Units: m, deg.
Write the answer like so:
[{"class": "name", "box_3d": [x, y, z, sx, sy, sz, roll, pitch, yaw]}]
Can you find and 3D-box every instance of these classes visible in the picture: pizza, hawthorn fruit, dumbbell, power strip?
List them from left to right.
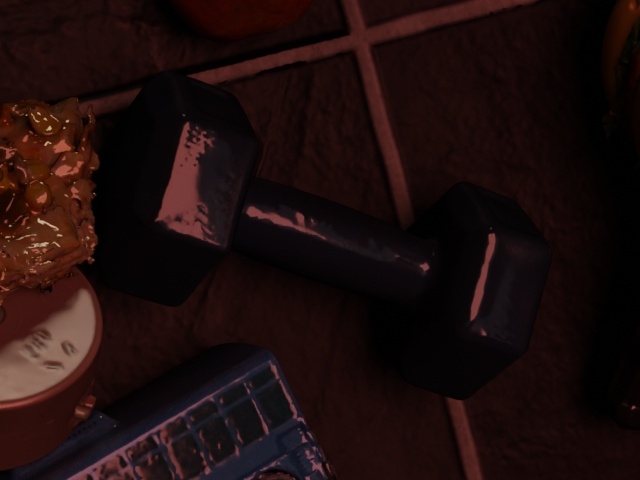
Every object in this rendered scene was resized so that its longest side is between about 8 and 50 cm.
[{"class": "power strip", "box_3d": [-0.217, 0.071, 1.224, 0.154, 0.078, 0.154, 7, 47, -8]}, {"class": "pizza", "box_3d": [-0.213, -0.031, 1.222, 0.226, 0.069, 0.147, -27, 55, -35]}, {"class": "hawthorn fruit", "box_3d": [-0.053, -0.209, 1.331, 0.125, 0.140, 0.125, 15, 49, -18]}, {"class": "dumbbell", "box_3d": [0.000, 0.000, 1.332, 0.325, 0.160, 0.144, 20, 52, -22]}]

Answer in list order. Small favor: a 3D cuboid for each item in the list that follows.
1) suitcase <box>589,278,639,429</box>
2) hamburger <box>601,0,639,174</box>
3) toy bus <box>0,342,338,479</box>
[{"class": "suitcase", "box_3d": [0.372, 0.066, 1.492, 0.285, 0.066, 0.206, 5, 123, -25]}, {"class": "hamburger", "box_3d": [0.328, -0.139, 1.464, 0.246, 0.170, 0.246, -11, 133, -12]}, {"class": "toy bus", "box_3d": [-0.123, 0.171, 1.286, 0.234, 0.116, 0.133, -29, 102, -24]}]
